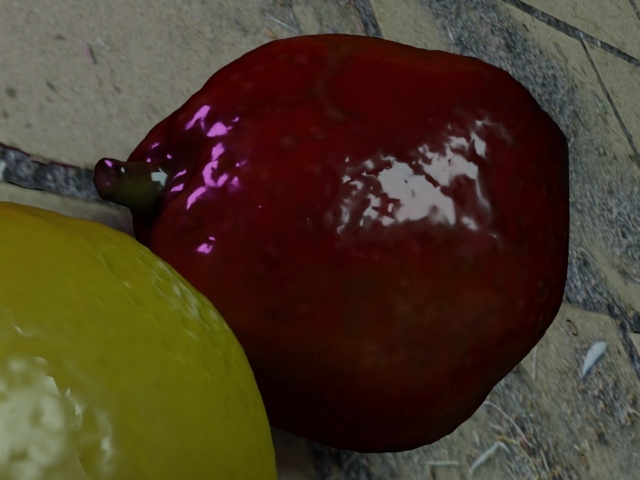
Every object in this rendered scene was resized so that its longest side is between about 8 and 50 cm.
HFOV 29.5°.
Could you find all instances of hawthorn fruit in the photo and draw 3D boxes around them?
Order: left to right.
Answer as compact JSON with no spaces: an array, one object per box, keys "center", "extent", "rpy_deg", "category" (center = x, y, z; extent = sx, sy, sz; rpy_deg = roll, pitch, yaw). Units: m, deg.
[{"center":[0.000,0.000,0.760],"extent":[0.307,0.265,0.265],"rpy_deg":[8,52,-38],"category":"hawthorn fruit"}]

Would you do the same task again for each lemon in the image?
[{"center":[-0.154,0.103,0.476],"extent":[0.283,0.260,0.261],"rpy_deg":[-5,59,-27],"category":"lemon"}]
